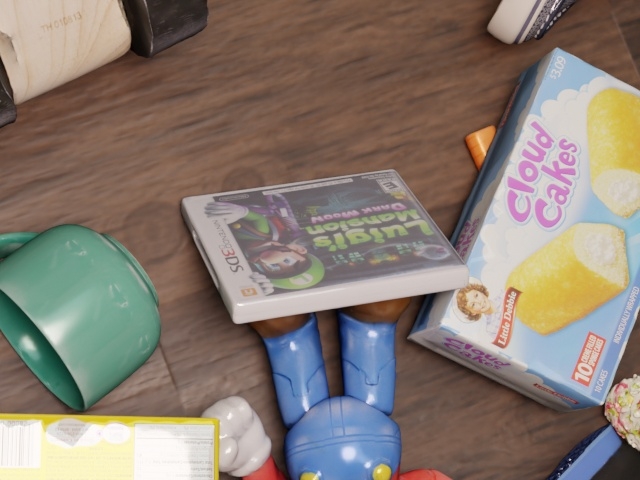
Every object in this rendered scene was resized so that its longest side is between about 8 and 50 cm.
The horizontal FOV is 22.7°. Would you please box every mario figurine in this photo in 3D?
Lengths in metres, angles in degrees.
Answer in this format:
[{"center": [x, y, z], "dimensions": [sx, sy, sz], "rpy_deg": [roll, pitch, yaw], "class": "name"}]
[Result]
[{"center": [0.028, 0.181, 1.221], "dimensions": [0.170, 0.198, 0.320], "rpy_deg": [13, 62, -53], "class": "mario figurine"}]

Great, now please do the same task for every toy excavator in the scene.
[{"center": [-0.325, -0.344, 1.245], "dimensions": [0.222, 0.445, 0.432], "rpy_deg": [-30, 128, -19], "class": "toy excavator"}]

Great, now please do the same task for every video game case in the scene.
[{"center": [0.000, 0.000, 1.276], "dimensions": [0.190, 0.173, 0.022], "rpy_deg": [-8, 122, -16], "class": "video game case"}]

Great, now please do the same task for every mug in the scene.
[{"center": [-0.193, 0.041, 1.226], "dimensions": [0.097, 0.129, 0.157], "rpy_deg": [-38, 89, -21], "class": "mug"}]

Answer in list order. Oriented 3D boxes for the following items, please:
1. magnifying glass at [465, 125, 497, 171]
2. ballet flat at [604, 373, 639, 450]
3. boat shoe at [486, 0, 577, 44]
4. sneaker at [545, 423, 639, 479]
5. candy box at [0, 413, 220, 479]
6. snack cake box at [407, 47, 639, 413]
[{"center": [0.184, 0.010, 1.381], "dimensions": [0.092, 0.026, 0.231], "rpy_deg": [-22, 83, -17], "class": "magnifying glass"}, {"center": [0.355, 0.185, 1.348], "dimensions": [0.241, 0.077, 0.091], "rpy_deg": [23, 113, -8], "class": "ballet flat"}, {"center": [0.296, -0.275, 1.413], "dimensions": [0.158, 0.127, 0.340], "rpy_deg": [36, 71, 4], "class": "boat shoe"}, {"center": [0.192, 0.255, 1.301], "dimensions": [0.232, 0.081, 0.090], "rpy_deg": [-42, 85, -18], "class": "sneaker"}, {"center": [-0.176, 0.180, 1.161], "dimensions": [0.206, 0.027, 0.105], "rpy_deg": [3, 80, -13], "class": "candy box"}, {"center": [0.199, -0.007, 1.331], "dimensions": [0.152, 0.089, 0.264], "rpy_deg": [26, 74, -9], "class": "snack cake box"}]
